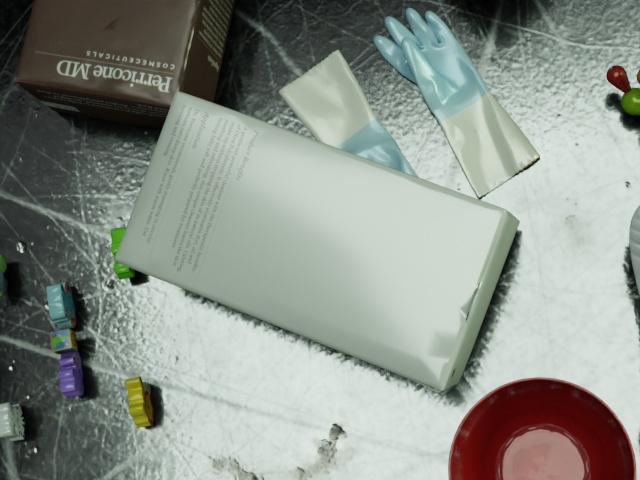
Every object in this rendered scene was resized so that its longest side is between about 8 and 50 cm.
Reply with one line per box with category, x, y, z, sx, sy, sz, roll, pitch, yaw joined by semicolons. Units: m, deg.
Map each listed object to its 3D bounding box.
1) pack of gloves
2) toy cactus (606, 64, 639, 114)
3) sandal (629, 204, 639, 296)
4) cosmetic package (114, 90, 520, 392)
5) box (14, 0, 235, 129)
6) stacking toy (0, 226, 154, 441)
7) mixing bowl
pack of gloves;0.092;-0.132;1.560;0.195;0.046;0.232;-34;76;2
toy cactus;0.418;-0.140;1.472;0.219;0.112;0.180;-17;111;24
sandal;0.378;0.081;1.447;0.102;0.076;0.265;-8;93;30
cosmetic package;0.000;0.000;1.487;0.366;0.155;0.197;22;92;12
box;-0.191;-0.324;1.597;0.191;0.143;0.381;10;84;11
stacking toy;-0.278;0.107;1.583;0.167;0.052;0.221;-10;77;6
mixing bowl;0.223;0.230;1.445;0.181;0.098;0.181;-2;81;10
